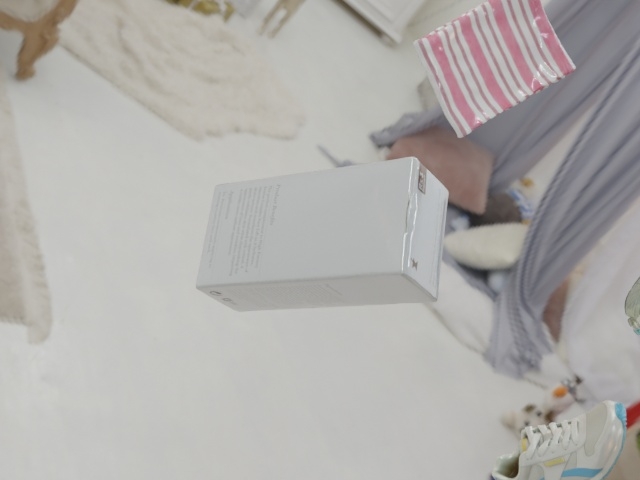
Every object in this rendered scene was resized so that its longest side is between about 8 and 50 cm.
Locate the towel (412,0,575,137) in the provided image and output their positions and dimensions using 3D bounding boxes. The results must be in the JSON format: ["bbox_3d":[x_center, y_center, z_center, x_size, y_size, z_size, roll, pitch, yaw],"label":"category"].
[{"bbox_3d":[0.233,-0.245,1.249,0.144,0.197,0.029,61,-13,-7],"label":"towel"}]

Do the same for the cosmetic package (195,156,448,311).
[{"bbox_3d":[0.000,0.000,0.893,0.085,0.231,0.117,36,57,-52],"label":"cosmetic package"}]

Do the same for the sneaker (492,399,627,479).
[{"bbox_3d":[0.323,0.286,1.261,0.092,0.229,0.087,29,39,-8],"label":"sneaker"}]

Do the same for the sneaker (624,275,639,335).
[{"bbox_3d":[0.557,0.026,1.325,0.110,0.283,0.122,37,-14,-20],"label":"sneaker"}]
